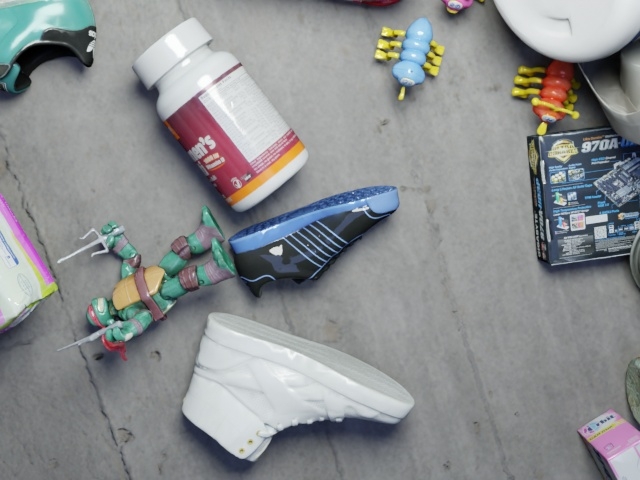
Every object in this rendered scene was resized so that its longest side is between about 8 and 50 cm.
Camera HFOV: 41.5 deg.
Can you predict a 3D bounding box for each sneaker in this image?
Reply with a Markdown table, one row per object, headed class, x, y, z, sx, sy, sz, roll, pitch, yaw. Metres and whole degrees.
| class | x | y | z | sx | sy | sz | roll | pitch | yaw |
| --- | --- | --- | --- | --- | --- | --- | --- | --- | --- |
| sneaker | 0.000 | 0.000 | 1.103 | 0.232 | 0.081 | 0.091 | -19 | 104 | 4 |
| sneaker | -0.419 | -0.228 | 1.011 | 0.302 | 0.108 | 0.121 | -15 | 95 | -4 |
| sneaker | -0.036 | 0.222 | 1.123 | 0.292 | 0.108 | 0.169 | 20 | 98 | 2 |

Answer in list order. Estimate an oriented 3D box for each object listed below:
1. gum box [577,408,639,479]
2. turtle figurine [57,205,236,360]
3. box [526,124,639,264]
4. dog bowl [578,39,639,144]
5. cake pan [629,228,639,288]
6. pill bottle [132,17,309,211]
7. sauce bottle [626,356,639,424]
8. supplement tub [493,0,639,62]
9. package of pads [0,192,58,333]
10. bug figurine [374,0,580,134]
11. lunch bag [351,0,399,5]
| class | x | y | z | sx | sy | sz | roll | pitch | yaw |
| --- | --- | --- | --- | --- | --- | --- | --- | --- | --- |
| gum box | 0.444 | 0.344 | 1.177 | 0.062 | 0.107 | 0.188 | -30 | 100 | 0 |
| turtle figurine | -0.228 | 0.053 | 1.072 | 0.234 | 0.118 | 0.175 | -27 | 59 | 1 |
| box | 0.398 | -0.069 | 1.139 | 0.220 | 0.051 | 0.175 | -8 | 99 | -4 |
| dog bowl | 0.486 | -0.218 | 0.990 | 0.348 | 0.349 | 0.102 | -23 | 113 | -2 |
| cake pan | 0.552 | 0.031 | 1.079 | 0.293 | 0.054 | 0.293 | 5 | 138 | 5 |
| pill bottle | -0.124 | -0.154 | 1.043 | 0.121 | 0.121 | 0.221 | -38 | 100 | 1 |
| sauce bottle | 0.604 | 0.184 | 1.170 | 0.344 | 0.111 | 0.112 | -10 | 99 | -5 |
| supplement tub | 0.370 | -0.359 | 0.967 | 0.316 | 0.228 | 0.228 | -28 | 101 | -23 |
| package of pads | -0.493 | 0.042 | 1.018 | 0.296 | 0.101 | 0.229 | -26 | 99 | 16 |
| bug figurine | 0.220 | -0.261 | 1.074 | 0.278 | 0.072 | 0.216 | 12 | 90 | -7 |
| lunch bag | 0.000 | -0.433 | 1.013 | 0.293 | 0.120 | 0.258 | 10 | 97 | -6 |
